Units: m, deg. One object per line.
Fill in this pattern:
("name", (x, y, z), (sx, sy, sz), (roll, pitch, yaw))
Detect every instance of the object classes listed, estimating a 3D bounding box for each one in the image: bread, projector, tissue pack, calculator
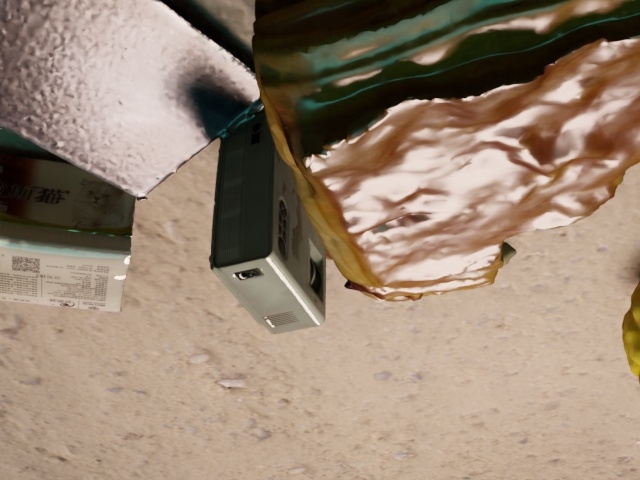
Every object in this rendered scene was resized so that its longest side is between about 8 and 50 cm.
("bread", (0.121, -0.106, 0.682), (0.314, 0.192, 0.370), (-16, 154, 11))
("projector", (-0.042, -0.013, 0.831), (0.061, 0.147, 0.115), (-13, 142, 19))
("tissue pack", (-0.237, -0.007, 0.875), (0.148, 0.099, 0.106), (8, 145, -13))
("calculator", (-0.167, -0.124, 0.729), (0.161, 0.021, 0.261), (-35, 141, 20))

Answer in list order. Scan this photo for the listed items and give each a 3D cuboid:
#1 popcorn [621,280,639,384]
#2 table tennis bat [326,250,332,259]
("popcorn", (0.418, 0.083, 0.985), (0.200, 0.226, 0.203), (-12, 116, -46))
("table tennis bat", (0.000, 0.000, 0.969), (0.087, 0.013, 0.156), (27, 134, -37))
